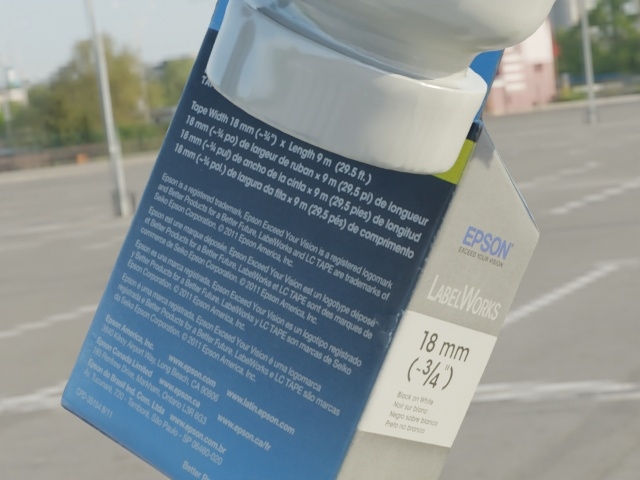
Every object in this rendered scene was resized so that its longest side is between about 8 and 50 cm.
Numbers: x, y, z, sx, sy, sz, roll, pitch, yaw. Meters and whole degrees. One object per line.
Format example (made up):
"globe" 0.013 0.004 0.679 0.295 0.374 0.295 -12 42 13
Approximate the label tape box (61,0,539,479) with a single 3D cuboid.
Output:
"label tape box" 0.000 0.000 0.932 0.240 0.334 0.106 26 5 42

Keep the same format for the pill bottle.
"pill bottle" 0.043 -0.143 0.538 0.121 0.221 0.121 20 17 -6
